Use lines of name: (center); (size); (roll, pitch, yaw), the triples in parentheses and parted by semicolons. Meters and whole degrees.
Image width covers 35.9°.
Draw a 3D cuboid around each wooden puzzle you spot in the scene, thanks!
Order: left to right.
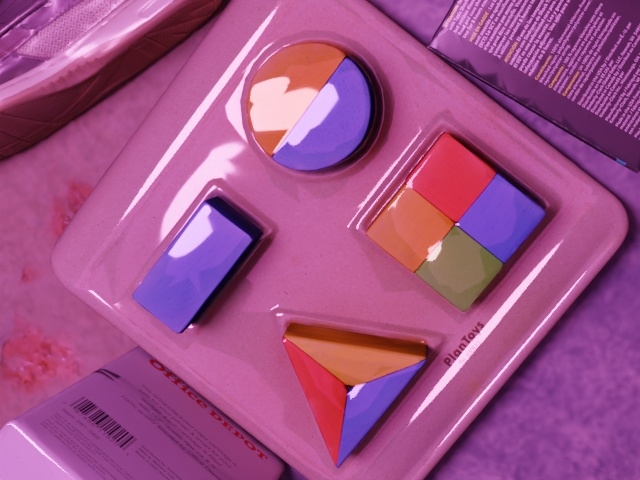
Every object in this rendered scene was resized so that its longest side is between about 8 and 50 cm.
wooden puzzle: (0.000, 0.000, 0.742); (0.347, 0.080, 0.322); (39, 100, 5)

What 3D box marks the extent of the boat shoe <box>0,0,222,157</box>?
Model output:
boat shoe: (-0.211, -0.150, 0.760); (0.285, 0.103, 0.092); (-31, 84, 7)

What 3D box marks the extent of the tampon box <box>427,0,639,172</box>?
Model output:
tampon box: (0.172, -0.134, 0.679); (0.161, 0.120, 0.101); (32, 104, 6)

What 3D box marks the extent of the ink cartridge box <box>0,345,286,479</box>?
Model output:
ink cartridge box: (-0.133, 0.177, 0.710); (0.160, 0.219, 0.093); (40, 103, 5)
